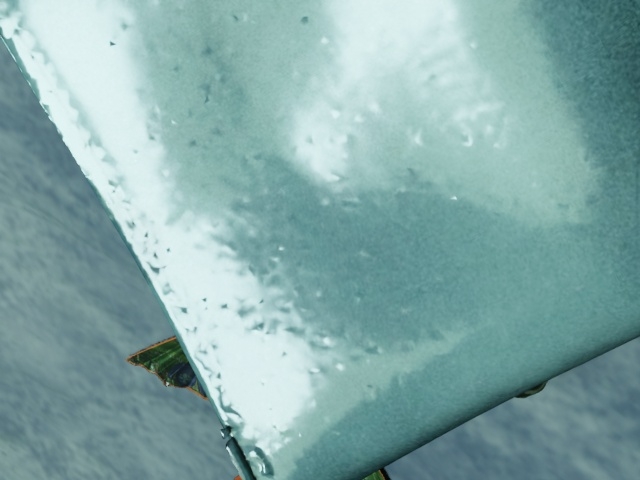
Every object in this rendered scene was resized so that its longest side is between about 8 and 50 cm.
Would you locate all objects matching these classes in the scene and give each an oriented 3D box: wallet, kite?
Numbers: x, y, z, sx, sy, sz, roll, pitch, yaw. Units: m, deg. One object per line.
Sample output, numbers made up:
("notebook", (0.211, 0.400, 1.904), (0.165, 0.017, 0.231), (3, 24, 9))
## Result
("wallet", (0.020, -0.059, 0.712), (0.251, 0.054, 0.290), (-29, 101, 14))
("kite", (-0.031, 0.091, 0.989), (0.190, 0.010, 0.159), (27, 135, 23))

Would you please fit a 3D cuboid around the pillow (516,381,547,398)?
("pillow", (0.001, 0.000, 0.849), (0.241, 0.051, 0.093), (28, 162, 24))
